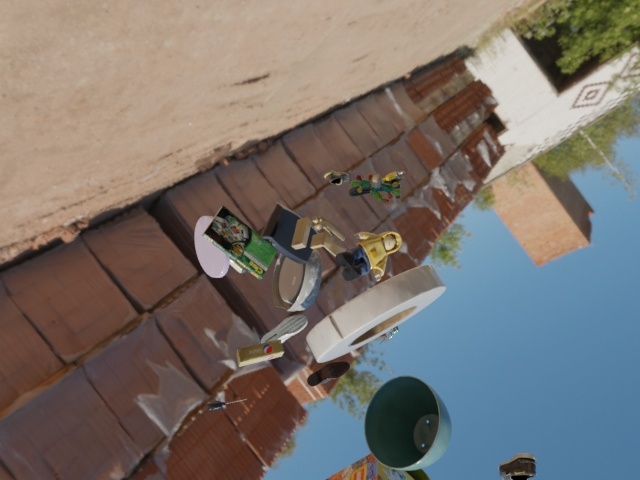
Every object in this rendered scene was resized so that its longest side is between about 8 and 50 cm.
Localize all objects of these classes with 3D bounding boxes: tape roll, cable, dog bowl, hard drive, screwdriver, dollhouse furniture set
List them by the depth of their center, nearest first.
[{"bbox_3d":[0.146,0.195,1.249,0.392,0.072,0.392,-27,162,-10],"label":"tape roll"},{"bbox_3d":[-0.277,0.488,1.429,0.170,0.024,0.025,23,86,-57],"label":"screwdriver"},{"bbox_3d":[0.000,0.000,1.686,0.151,0.123,0.144,-14,-129,36],"label":"dollhouse furniture set"},{"bbox_3d":[-0.110,-0.021,1.900,0.054,0.255,0.172,12,-109,45],"label":"hard drive"},{"bbox_3d":[-0.108,0.169,2.235,0.102,0.348,0.349,12,154,-27],"label":"dog bowl"},{"bbox_3d":[0.284,-0.275,2.364,0.287,0.072,0.139,-12,164,16],"label":"cable"}]

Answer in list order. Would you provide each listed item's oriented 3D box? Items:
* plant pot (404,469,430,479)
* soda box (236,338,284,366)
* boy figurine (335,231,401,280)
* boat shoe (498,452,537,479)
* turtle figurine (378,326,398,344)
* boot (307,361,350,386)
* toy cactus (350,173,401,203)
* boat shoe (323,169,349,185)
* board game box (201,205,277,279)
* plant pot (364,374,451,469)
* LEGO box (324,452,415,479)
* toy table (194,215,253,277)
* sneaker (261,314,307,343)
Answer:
[{"bbox_3d":[0.348,1.233,2.263,0.275,0.275,0.293,-39,174,-49],"label":"plant pot"},{"bbox_3d":[-0.243,0.450,1.916,0.181,0.058,0.061,-10,152,-22],"label":"soda box"},{"bbox_3d":[0.178,0.048,1.634,0.285,0.177,0.092,-24,-178,-43],"label":"boy figurine"},{"bbox_3d":[0.664,0.788,1.621,0.227,0.081,0.068,95,5,-50],"label":"boat shoe"},{"bbox_3d":[0.251,0.295,1.937,0.234,0.175,0.118,-55,174,-14],"label":"turtle figurine"},{"bbox_3d":[0.038,0.644,2.325,0.219,0.082,0.106,-20,165,-5],"label":"boot"},{"bbox_3d":[0.241,-0.239,2.024,0.180,0.219,0.112,80,34,-75],"label":"toy cactus"},{"bbox_3d":[0.067,-0.242,1.901,0.056,0.049,0.152,-37,161,33],"label":"boat shoe"},{"bbox_3d":[-0.279,0.009,1.684,0.030,0.260,0.136,-26,-150,47],"label":"board game box"},{"bbox_3d":[0.319,0.622,1.586,0.290,0.195,0.290,-30,-139,30],"label":"plant pot"},{"bbox_3d":[0.244,1.068,1.770,0.372,0.500,0.193,-41,-169,23],"label":"LEGO box"},{"bbox_3d":[-0.416,0.027,2.044,0.252,0.274,0.161,-22,165,34],"label":"toy table"},{"bbox_3d":[-0.180,0.456,2.418,0.258,0.094,0.091,-28,161,0],"label":"sneaker"}]
